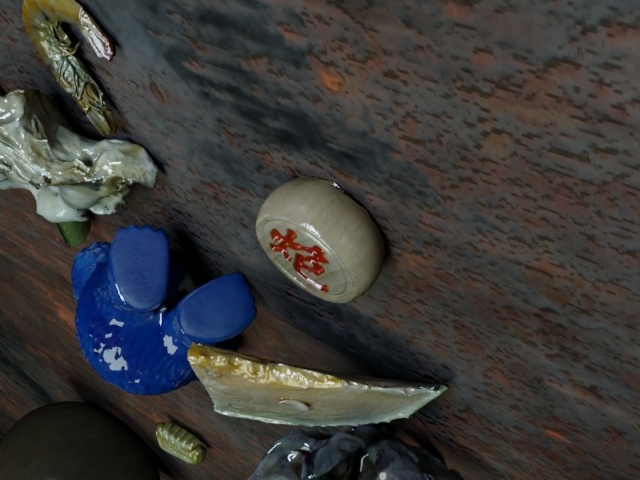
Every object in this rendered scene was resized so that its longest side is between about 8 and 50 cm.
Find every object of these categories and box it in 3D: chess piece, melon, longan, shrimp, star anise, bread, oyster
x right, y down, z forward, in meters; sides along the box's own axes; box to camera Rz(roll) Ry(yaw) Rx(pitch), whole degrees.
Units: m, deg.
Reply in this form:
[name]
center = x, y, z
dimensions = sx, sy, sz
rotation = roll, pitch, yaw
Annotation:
[chess piece]
center = 0.000, 0.000, 0.541
dimensions = 0.083, 0.038, 0.084
rotation = 32, 151, 20
[melon]
center = 0.002, 0.105, 0.647
dimensions = 0.182, 0.054, 0.098
rotation = 8, 156, 11
[longan]
center = -0.398, 0.404, 1.484
dimensions = 0.243, 0.300, 0.300
rotation = -27, 116, 18
[shrimp]
center = -0.156, -0.115, 0.592
dimensions = 0.083, 0.023, 0.114
rotation = 9, 136, 43
[star anise]
center = 0.037, 0.174, 0.677
dimensions = 0.180, 0.061, 0.204
rotation = 6, 173, 37
[bread]
center = -0.191, 0.278, 1.227
dimensions = 0.088, 0.033, 0.049
rotation = 16, 130, 34
[oyster]
center = -0.203, -0.062, 0.694
dimensions = 0.191, 0.081, 0.163
rotation = 14, 164, 18

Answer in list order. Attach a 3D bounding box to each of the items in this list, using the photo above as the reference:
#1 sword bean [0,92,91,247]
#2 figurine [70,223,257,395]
[sword bean]
center = -0.275, -0.101, 0.760
dimensions = 0.043, 0.038, 0.269
rotation = -8, 130, 26
[figurine]
center = -0.157, 0.077, 0.775
dimensions = 0.164, 0.121, 0.262
rotation = 35, 156, 4
